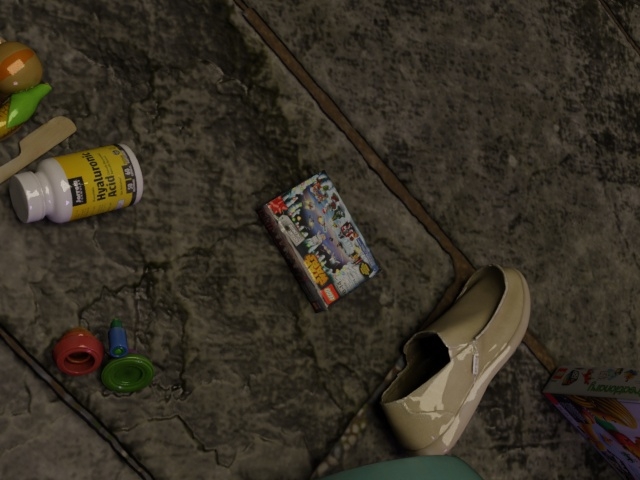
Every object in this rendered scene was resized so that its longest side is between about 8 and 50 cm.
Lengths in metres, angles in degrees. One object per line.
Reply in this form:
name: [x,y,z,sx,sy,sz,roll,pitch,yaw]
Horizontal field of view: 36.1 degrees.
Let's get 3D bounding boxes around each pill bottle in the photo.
pill bottle: [-0.237,-0.053,0.953,0.116,0.065,0.065,-18,87,-34]

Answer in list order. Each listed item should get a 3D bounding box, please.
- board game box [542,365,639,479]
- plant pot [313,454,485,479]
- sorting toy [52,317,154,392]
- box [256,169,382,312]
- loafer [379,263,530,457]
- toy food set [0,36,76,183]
board game box: [0.436,0.273,1.205,0.305,0.193,0.053,46,69,-13]
plant pot: [0.075,0.339,0.922,0.293,0.293,0.235,4,61,-31]
sorting toy: [-0.206,0.106,0.944,0.102,0.061,0.042,24,31,-32]
box: [0.000,0.000,1.109,0.094,0.027,0.137,-34,96,-33]
loafer: [0.156,0.123,1.129,0.092,0.102,0.268,44,59,-22]
toy food set: [-0.331,-0.155,0.937,0.192,0.038,0.132,51,57,-10]
